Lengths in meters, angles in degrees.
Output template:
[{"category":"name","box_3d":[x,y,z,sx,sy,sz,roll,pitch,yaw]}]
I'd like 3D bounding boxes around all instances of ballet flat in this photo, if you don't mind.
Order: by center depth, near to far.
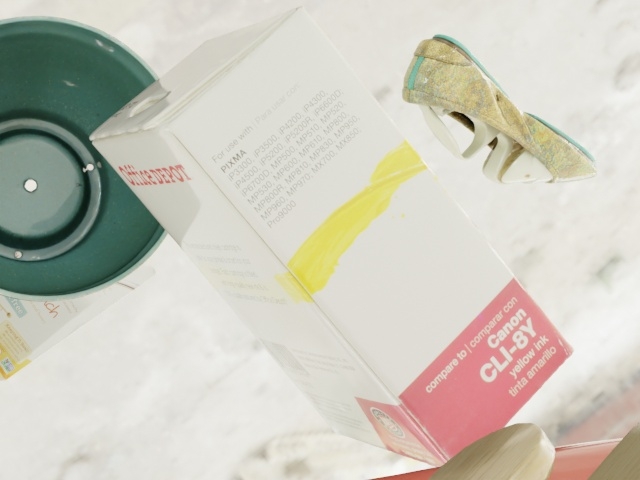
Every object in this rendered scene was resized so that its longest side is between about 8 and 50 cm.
[{"category":"ballet flat","box_3d":[0.234,-0.142,1.900,0.348,0.123,0.123,34,104,-35]}]

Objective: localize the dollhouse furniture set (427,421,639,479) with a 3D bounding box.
[{"category":"dollhouse furniture set","box_3d":[0.254,0.198,0.512,0.256,0.362,0.394,-39,-174,-33]}]

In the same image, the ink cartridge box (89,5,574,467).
[{"category":"ink cartridge box","box_3d":[0.000,0.000,1.254,0.160,0.279,0.384,-44,105,-15]}]

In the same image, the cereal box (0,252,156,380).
[{"category":"cereal box","box_3d":[-0.346,0.037,1.762,0.240,0.173,0.047,-37,-170,-25]}]

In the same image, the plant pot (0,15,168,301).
[{"category":"plant pot","box_3d":[-0.303,-0.070,1.514,0.293,0.293,0.196,-28,180,-18]}]

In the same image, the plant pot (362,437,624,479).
[{"category":"plant pot","box_3d":[0.119,0.239,0.801,0.243,0.275,0.275,-18,146,2]}]
